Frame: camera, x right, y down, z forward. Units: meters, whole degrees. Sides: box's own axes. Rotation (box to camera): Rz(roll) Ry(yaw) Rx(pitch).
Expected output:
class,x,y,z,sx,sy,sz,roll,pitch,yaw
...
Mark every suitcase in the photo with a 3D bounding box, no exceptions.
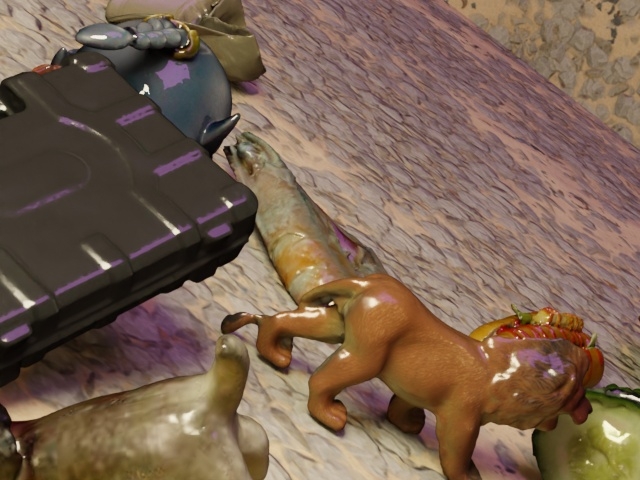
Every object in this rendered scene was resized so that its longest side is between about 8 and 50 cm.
class,x,y,z,sx,sy,sz,roll,pitch,yaw
suitcase,-0.203,-0.020,1.025,0.206,0.066,0.285,42,45,19

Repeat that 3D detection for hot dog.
class,x,y,z,sx,sy,sz,roll,pitch,yaw
hot dog,0.237,0.115,1.582,0.104,0.076,0.250,45,23,28

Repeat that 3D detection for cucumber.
class,x,y,z,sx,sy,sz,roll,pitch,yaw
cucumber,0.300,0.199,1.429,0.134,0.134,0.244,43,13,21

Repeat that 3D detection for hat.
class,x,y,z,sx,sy,sz,roll,pitch,yaw
hat,-0.163,-0.243,1.805,0.173,0.144,0.166,-13,32,-2

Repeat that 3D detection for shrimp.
class,x,y,z,sx,sy,sz,roll,pitch,yaw
shrimp,0.000,0.000,1.486,0.164,0.062,0.317,20,28,-47

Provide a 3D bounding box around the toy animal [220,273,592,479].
class,x,y,z,sx,sy,sz,roll,pitch,yaw
toy animal,0.089,0.101,1.246,0.312,0.157,0.097,29,19,-21

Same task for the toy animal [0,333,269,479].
class,x,y,z,sx,sy,sz,roll,pitch,yaw
toy animal,-0.131,0.135,0.792,0.121,0.233,0.169,-94,168,-53

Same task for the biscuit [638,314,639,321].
class,x,y,z,sx,sy,sz,roll,pitch,yaw
biscuit,0.572,0.192,1.843,0.385,0.062,0.365,31,0,22

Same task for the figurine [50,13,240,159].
class,x,y,z,sx,sy,sz,roll,pitch,yaw
figurine,-0.174,-0.098,1.276,0.175,0.197,0.265,57,11,-14
